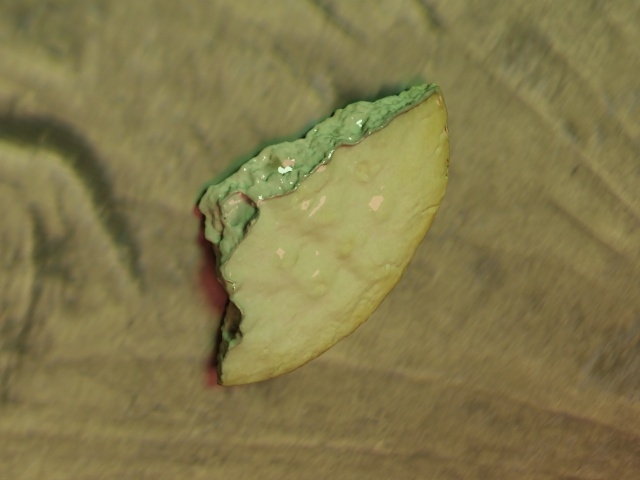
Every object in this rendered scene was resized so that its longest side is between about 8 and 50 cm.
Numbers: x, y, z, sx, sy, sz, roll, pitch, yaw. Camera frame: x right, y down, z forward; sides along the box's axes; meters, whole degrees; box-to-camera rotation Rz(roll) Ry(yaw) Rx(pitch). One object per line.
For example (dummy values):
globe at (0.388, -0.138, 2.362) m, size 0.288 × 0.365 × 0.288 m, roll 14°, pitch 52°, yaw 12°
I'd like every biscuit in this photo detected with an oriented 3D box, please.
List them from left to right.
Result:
biscuit at (0.000, 0.000, 0.503) m, size 0.188 × 0.040 × 0.265 m, roll 19°, pitch 109°, yaw -43°
